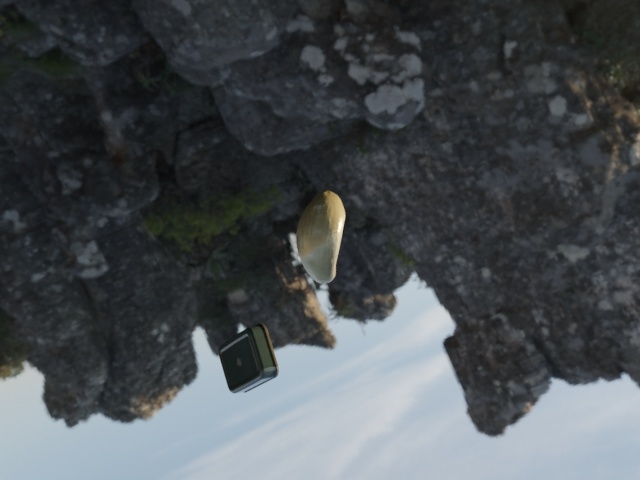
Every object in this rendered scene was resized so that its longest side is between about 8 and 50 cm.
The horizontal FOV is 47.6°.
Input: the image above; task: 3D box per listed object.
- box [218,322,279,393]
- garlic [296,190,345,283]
[{"bbox_3d":[-0.118,0.191,1.157,0.031,0.091,0.126,-6,162,-39],"label":"box"},{"bbox_3d":[0.001,0.000,0.654,0.041,0.083,0.053,4,-165,9],"label":"garlic"}]
